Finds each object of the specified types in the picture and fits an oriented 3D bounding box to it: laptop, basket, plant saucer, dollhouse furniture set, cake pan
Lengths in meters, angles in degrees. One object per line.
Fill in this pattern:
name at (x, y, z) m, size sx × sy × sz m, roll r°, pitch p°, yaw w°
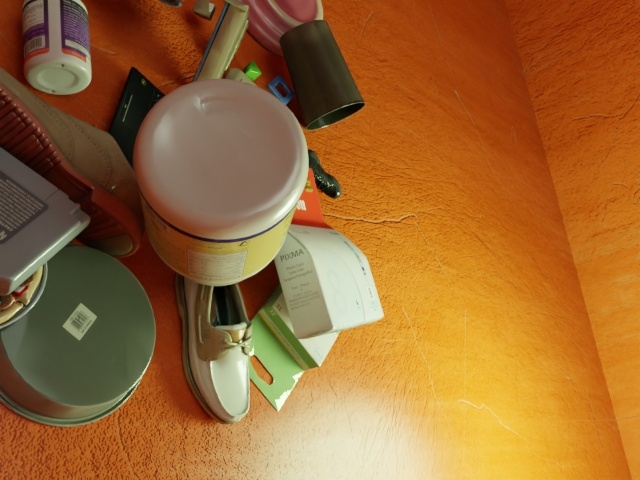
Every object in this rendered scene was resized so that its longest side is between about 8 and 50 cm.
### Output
laptop at (-0.251, -0.189, 1.258) m, size 0.264 × 0.137 × 0.234 m, roll 42°, pitch 42°, yaw -42°
basket at (-0.003, -0.409, 1.613) m, size 0.154 × 0.204 × 0.226 m, roll -21°, pitch 92°, yaw -14°
plant saucer at (-0.107, -0.641, 1.716) m, size 0.332 × 0.084 × 0.332 m, roll 25°, pitch 54°, yaw -39°
dollhouse furniture set at (-0.326, -0.446, 1.361) m, size 0.303 × 0.198 × 0.286 m, roll 25°, pitch 7°, yaw -10°
cake pan at (-0.378, 0.133, 1.009) m, size 0.293 × 0.054 × 0.293 m, roll 25°, pitch 53°, yaw -39°

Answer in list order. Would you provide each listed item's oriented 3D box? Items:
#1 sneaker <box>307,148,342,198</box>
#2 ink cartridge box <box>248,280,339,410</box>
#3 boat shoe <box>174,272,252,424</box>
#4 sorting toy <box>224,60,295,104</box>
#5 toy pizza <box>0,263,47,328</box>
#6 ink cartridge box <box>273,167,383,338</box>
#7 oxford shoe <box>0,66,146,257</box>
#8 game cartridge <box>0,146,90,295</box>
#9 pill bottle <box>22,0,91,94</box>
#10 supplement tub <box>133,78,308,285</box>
sneaker at (-0.023, -0.157, 1.583) m, size 0.170 × 0.051 × 0.089 m, roll 53°, pitch 39°, yaw -8°
ink cartridge box at (-0.066, 0.201, 1.337) m, size 0.171 × 0.056 × 0.235 m, roll 54°, pitch 37°, yaw -15°
boat shoe at (-0.181, 0.175, 1.175) m, size 0.113 × 0.103 × 0.302 m, roll -6°, pitch 76°, yaw -50°
sorting toy at (-0.159, -0.272, 1.490) m, size 0.196 × 0.047 × 0.347 m, roll 38°, pitch 45°, yaw -24°
toy pizza at (-0.483, 0.034, 0.903) m, size 0.201 × 0.032 × 0.201 m, roll 15°, pitch 52°, yaw -20°
ink cartridge box at (0.000, 0.000, 1.372) m, size 0.308 × 0.091 × 0.384 m, roll 4°, pitch 70°, yaw -66°
oxford shoe at (-0.424, -0.147, 1.053) m, size 0.397 × 0.141 × 0.146 m, roll 53°, pitch 35°, yaw -32°
game cartridge at (-0.500, -0.060, 0.904) m, size 0.297 × 0.062 × 0.198 m, roll 37°, pitch 47°, yaw -3°
pill bottle at (-0.458, -0.362, 1.138) m, size 0.108 × 0.108 × 0.193 m, roll 11°, pitch 63°, yaw -46°
supplement tub at (-0.158, -0.069, 1.027) m, size 0.241 × 0.331 × 0.241 m, roll 3°, pitch 70°, yaw -9°
